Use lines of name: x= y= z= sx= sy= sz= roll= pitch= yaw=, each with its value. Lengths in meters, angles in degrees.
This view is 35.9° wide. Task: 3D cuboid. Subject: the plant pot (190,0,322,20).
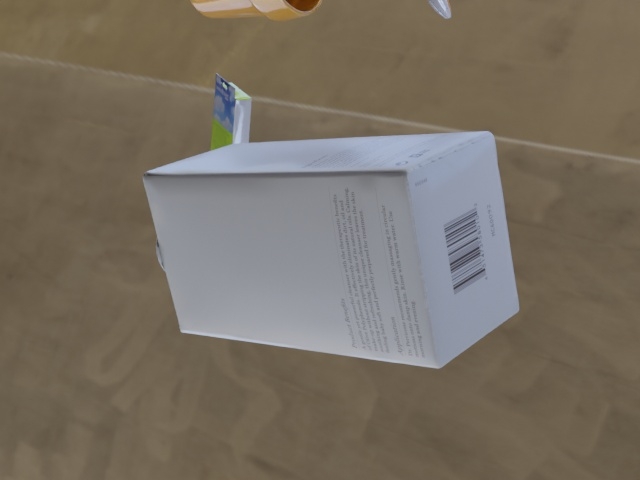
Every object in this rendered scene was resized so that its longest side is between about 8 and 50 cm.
plant pot: x=-0.123 y=-0.458 z=1.661 sx=0.188 sy=0.205 sz=0.205 roll=-9 pitch=-110 yaw=31

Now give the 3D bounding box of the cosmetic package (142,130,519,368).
cosmetic package: x=0.000 y=0.000 z=1.029 sx=0.365 sy=0.155 sz=0.197 roll=5 pitch=-68 yaw=42

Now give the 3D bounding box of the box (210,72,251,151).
box: x=-0.182 y=-0.238 z=1.996 sx=0.109 sy=0.042 sz=0.178 roll=43 pitch=-47 yaw=52

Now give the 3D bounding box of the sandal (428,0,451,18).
sandal: x=0.189 y=-0.518 z=1.723 sx=0.076 sy=0.265 sz=0.102 roll=-27 pitch=-166 yaw=1
